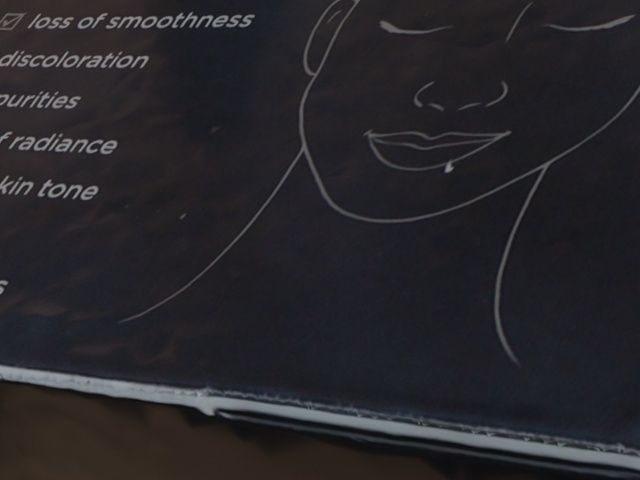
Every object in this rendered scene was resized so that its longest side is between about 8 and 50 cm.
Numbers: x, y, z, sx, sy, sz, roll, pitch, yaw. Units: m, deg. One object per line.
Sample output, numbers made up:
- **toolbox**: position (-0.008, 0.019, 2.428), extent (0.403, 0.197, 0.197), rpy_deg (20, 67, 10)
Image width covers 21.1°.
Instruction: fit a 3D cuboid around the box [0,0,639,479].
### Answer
- **box**: position (0.064, -0.018, 0.849), extent (0.480, 0.472, 0.297), rpy_deg (5, 139, 35)
